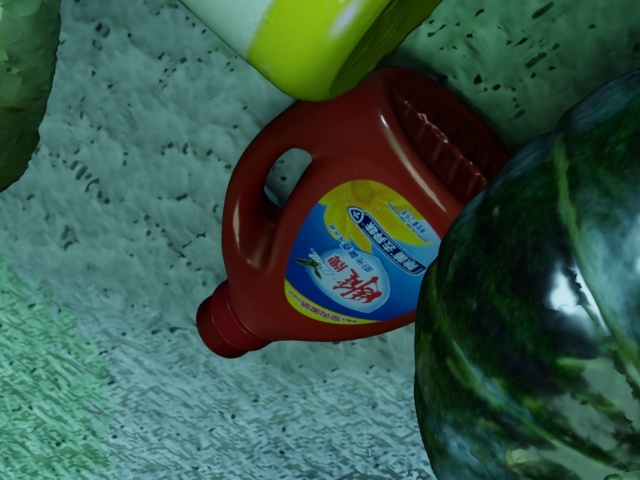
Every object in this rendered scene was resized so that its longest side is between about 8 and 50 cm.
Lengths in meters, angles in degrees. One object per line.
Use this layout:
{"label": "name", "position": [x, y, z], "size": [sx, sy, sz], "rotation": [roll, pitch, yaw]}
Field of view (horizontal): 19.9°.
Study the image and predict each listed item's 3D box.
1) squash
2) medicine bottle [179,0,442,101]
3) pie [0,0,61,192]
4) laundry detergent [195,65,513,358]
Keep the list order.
{"label": "squash", "position": [0.135, 0.041, 0.597], "size": [0.218, 0.172, 0.218], "rotation": [12, 128, 16]}
{"label": "medicine bottle", "position": [-0.040, -0.151, 0.536], "size": [0.212, 0.122, 0.122], "rotation": [43, 136, 4]}
{"label": "pie", "position": [-0.185, -0.140, 0.577], "size": [0.323, 0.070, 0.323], "rotation": [31, 143, 27]}
{"label": "laundry detergent", "position": [0.000, 0.000, 0.710], "size": [0.097, 0.049, 0.165], "rotation": [46, 134, -10]}
